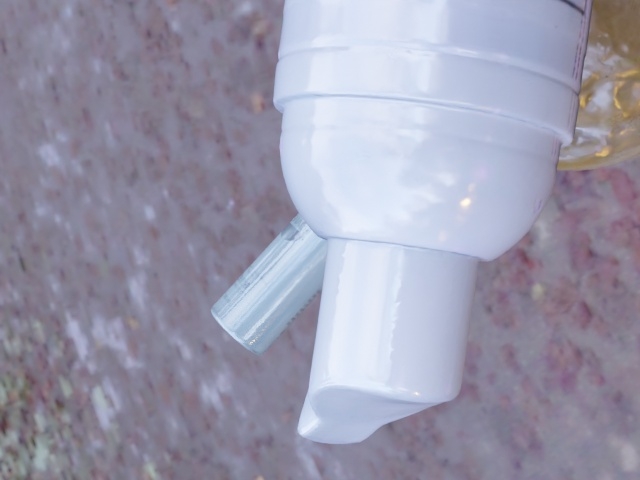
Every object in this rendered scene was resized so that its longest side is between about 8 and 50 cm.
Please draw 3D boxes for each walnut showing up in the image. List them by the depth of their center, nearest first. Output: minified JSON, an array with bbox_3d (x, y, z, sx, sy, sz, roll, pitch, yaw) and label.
[{"bbox_3d":[0.148,-0.111,0.752,0.166,0.166,0.149,-29,51,53],"label":"walnut"}]

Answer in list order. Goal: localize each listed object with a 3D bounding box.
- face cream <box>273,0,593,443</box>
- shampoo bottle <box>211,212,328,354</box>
[{"bbox_3d":[0.053,-0.082,0.566,0.145,0.145,0.370,3,86,52],"label":"face cream"},{"bbox_3d":[0.000,0.000,0.929,0.195,0.056,0.056,-48,57,2],"label":"shampoo bottle"}]
